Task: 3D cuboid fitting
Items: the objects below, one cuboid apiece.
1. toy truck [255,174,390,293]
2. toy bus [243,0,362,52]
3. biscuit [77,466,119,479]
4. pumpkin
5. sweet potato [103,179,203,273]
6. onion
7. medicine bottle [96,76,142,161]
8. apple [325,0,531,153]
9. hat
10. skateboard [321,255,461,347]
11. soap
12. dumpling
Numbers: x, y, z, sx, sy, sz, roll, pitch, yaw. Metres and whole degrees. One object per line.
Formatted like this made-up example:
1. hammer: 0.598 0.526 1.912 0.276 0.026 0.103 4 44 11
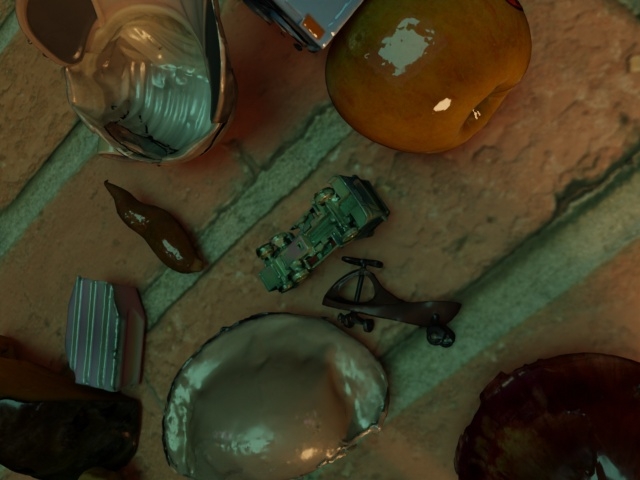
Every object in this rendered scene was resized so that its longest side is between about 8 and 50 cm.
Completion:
1. toy truck: 0.000 0.000 0.528 0.175 0.081 0.067 -43 71 33
2. toy bus: -0.049 -0.287 0.459 0.106 0.131 0.297 -48 37 12
3. biscuit: -0.263 0.407 0.593 0.166 0.036 0.225 -35 87 19
4. pumpkin: -0.425 0.256 0.630 0.313 0.148 0.169 16 90 23
5. sweet potato: -0.228 -0.021 0.616 0.195 0.056 0.056 38 100 11
6. onion: 0.220 0.211 0.370 0.230 0.163 0.229 2 95 26
7. medicine bottle: -0.272 -0.231 0.647 0.059 0.059 0.230 5 88 22
8. apple: 0.102 -0.167 0.437 0.155 0.182 0.182 43 102 9
9. hat: -0.186 -0.215 0.518 0.232 0.275 0.161 18 53 -1
10. skateboard: 0.074 0.063 0.495 0.152 0.067 0.080 7 80 26
11. soap: -0.299 0.124 0.635 0.100 0.056 0.148 3 88 20
12. dumpling: -0.053 0.164 0.498 0.247 0.142 0.172 -15 77 -3
